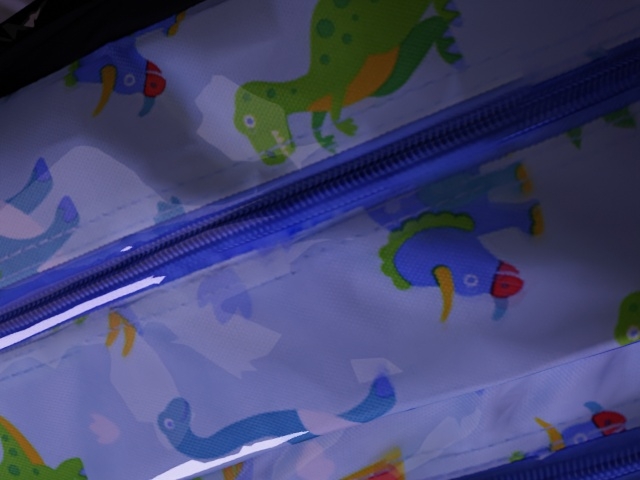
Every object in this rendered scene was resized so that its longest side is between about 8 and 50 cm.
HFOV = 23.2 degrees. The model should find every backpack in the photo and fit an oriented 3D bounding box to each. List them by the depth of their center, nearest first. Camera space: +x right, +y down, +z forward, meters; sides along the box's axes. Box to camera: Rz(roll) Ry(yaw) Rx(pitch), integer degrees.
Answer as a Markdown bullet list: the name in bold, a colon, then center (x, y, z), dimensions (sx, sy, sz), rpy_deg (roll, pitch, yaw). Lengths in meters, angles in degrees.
- **backpack**: center (0.000, 0.000, 0.486), dimensions (0.355, 0.290, 0.273), rpy_deg (-37, 79, 33)

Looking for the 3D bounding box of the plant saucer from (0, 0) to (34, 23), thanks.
- **plant saucer**: center (-0.226, 0.038, 1.001), dimensions (0.400, 0.100, 0.400), rpy_deg (18, 116, 40)
